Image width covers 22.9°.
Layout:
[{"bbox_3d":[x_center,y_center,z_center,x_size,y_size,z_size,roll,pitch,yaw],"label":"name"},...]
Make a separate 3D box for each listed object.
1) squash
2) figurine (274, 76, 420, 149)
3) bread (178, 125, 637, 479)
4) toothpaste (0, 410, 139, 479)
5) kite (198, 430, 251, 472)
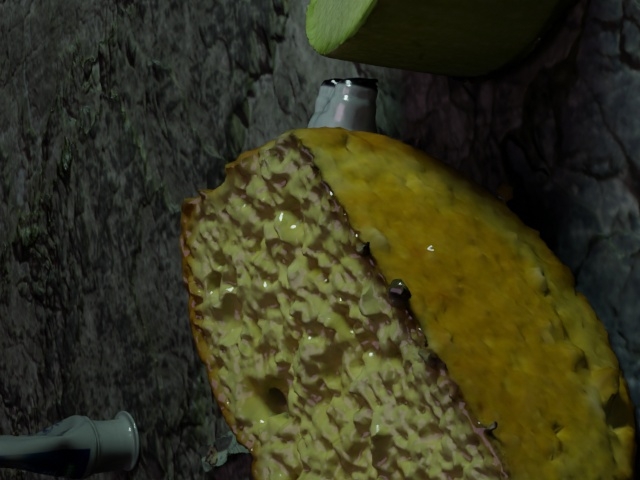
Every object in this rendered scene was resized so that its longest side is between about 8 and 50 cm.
[{"bbox_3d":[0.057,-0.208,0.965,0.220,0.133,0.220,-5,84,62],"label":"squash"},{"bbox_3d":[0.000,0.000,1.088,0.137,0.112,0.229,13,94,62],"label":"figurine"},{"bbox_3d":[0.066,0.084,0.914,0.194,0.179,0.340,-54,55,40],"label":"bread"},{"bbox_3d":[-0.294,0.191,1.416,0.096,0.266,0.061,-9,82,59],"label":"toothpaste"},{"bbox_3d":[-0.031,0.155,1.232,0.267,0.013,0.323,-20,75,56],"label":"kite"}]
